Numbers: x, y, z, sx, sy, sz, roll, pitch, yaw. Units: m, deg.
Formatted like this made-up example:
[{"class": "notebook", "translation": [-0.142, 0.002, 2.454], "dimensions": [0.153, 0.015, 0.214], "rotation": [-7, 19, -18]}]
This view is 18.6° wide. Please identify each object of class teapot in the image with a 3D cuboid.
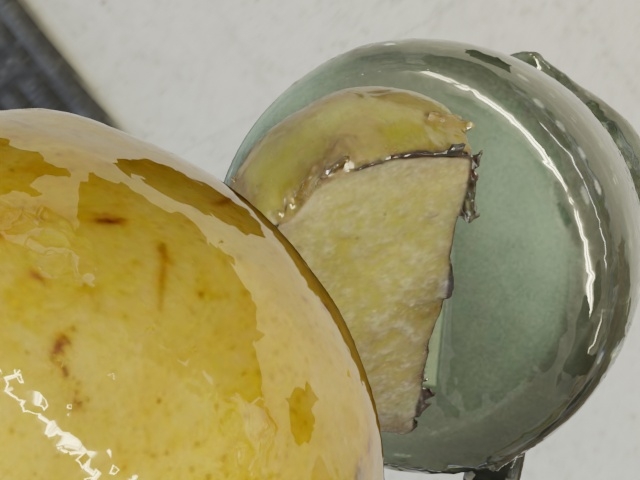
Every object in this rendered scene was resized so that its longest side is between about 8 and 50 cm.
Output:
[{"class": "teapot", "translation": [0.104, 0.029, 1.101], "dimensions": [0.223, 0.285, 0.305], "rotation": [-25, 90, 22]}]

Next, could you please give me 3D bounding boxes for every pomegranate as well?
[{"class": "pomegranate", "translation": [-0.104, 0.086, 0.629], "dimensions": [0.264, 0.264, 0.264], "rotation": [7, 116, 14]}]

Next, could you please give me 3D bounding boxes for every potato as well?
[{"class": "potato", "translation": [0.000, 0.000, 0.804], "dimensions": [0.100, 0.089, 0.172], "rotation": [-10, 139, -13]}]
